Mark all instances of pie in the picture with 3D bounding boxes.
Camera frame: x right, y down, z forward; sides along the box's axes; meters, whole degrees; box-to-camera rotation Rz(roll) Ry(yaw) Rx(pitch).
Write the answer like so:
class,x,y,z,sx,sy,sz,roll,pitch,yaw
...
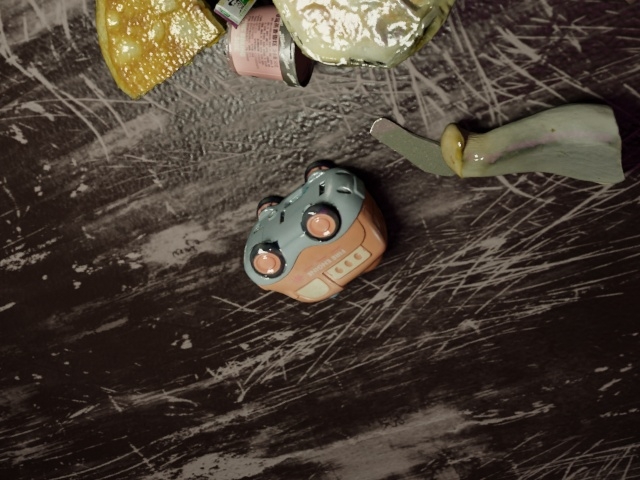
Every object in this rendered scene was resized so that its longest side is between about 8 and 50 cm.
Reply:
class,x,y,z,sx,sy,sz,roll,pitch,yaw
pie,0.053,-0.419,1.110,0.338,0.075,0.337,11,123,18

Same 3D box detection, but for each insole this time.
class,x,y,z,sx,sy,sz,roll,pitch,yaw
insole,0.184,-0.178,1.411,0.192,0.010,0.063,28,117,-6

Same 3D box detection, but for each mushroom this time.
class,x,y,z,sx,sy,sz,roll,pitch,yaw
mushroom,0.386,-0.163,1.329,0.329,0.122,0.159,-4,108,11

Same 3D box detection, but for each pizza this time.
class,x,y,z,sx,sy,sz,roll,pitch,yaw
pizza,-0.330,-0.419,1.316,0.258,0.087,0.268,-27,110,25

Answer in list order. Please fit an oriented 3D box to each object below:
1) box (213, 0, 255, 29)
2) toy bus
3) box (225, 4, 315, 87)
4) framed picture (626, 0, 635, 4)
class,x,y,z,sx,sy,sz,roll,pitch,yaw
box,-0.101,-0.453,1.226,0.050,0.041,0.207,35,79,-11
toy bus,0.000,0.000,1.443,0.288,0.194,0.232,-37,119,22
box,-0.088,-0.348,1.287,0.135,0.151,0.151,5,118,14
framed picture,0.499,-0.492,1.195,0.168,0.023,0.128,38,115,-12
